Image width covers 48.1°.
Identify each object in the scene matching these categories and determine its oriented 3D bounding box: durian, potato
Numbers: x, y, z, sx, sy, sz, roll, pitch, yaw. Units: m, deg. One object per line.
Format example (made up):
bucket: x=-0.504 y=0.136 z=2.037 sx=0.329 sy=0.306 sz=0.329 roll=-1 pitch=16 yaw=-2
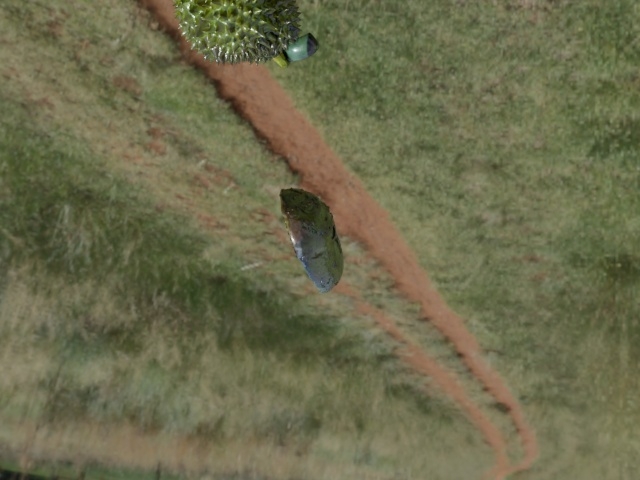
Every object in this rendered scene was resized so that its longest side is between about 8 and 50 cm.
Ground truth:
durian: x=-0.099 y=-0.290 z=0.864 sx=0.145 sy=0.159 sz=0.198 roll=-13 pitch=180 yaw=13
potato: x=0.000 y=0.000 z=0.925 sx=0.054 sy=0.120 sz=0.198 roll=-18 pitch=137 yaw=6
